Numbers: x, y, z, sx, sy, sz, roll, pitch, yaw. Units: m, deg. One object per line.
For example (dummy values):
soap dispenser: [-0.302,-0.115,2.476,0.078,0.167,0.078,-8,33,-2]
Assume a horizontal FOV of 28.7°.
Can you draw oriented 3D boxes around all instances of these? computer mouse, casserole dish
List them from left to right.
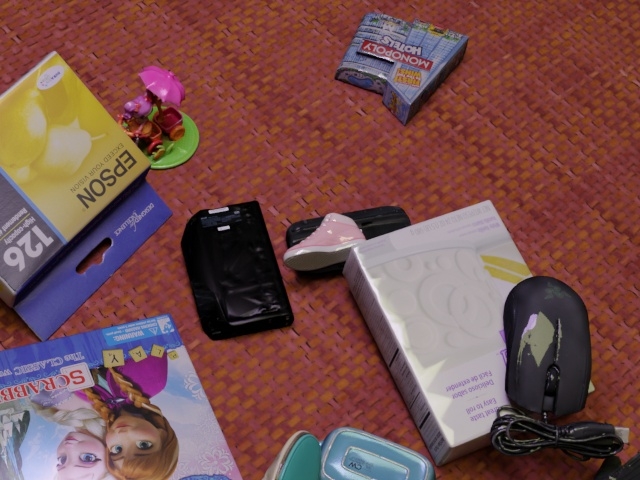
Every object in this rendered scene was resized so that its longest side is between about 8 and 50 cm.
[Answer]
casserole dish: [0.074,0.320,1.724,0.188,0.037,0.114,20,55,8]
computer mouse: [0.324,0.161,1.720,0.188,0.072,0.272,4,62,-7]

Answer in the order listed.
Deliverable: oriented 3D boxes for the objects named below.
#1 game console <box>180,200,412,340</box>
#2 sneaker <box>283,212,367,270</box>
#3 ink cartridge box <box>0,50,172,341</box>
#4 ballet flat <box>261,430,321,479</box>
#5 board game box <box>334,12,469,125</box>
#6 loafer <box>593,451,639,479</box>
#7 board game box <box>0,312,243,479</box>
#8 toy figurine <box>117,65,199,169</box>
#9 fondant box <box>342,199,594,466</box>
game console: [-0.024,0.026,1.913,0.361,0.044,0.213,-10,59,-12]
sneaker: [0.000,0.000,1.878,0.134,0.051,0.070,-12,57,-18]
ink cartridge box: [-0.397,-0.066,1.825,0.307,0.072,0.303,48,59,-12]
ballet flat: [-0.062,0.368,1.652,0.086,0.086,0.248,11,58,2]
board game box: [0.132,-0.297,2.141,0.194,0.060,0.194,19,55,7]
loafer: [0.409,0.339,1.728,0.223,0.076,0.078,-20,55,-24]
board game box: [-0.290,0.267,1.619,0.319,0.066,0.318,-13,58,-27]
toy figurine: [-0.273,-0.199,1.969,0.173,0.159,0.130,-34,65,-25]
fondant box: [0.209,0.128,1.813,0.238,0.096,0.330,-18,68,-18]
